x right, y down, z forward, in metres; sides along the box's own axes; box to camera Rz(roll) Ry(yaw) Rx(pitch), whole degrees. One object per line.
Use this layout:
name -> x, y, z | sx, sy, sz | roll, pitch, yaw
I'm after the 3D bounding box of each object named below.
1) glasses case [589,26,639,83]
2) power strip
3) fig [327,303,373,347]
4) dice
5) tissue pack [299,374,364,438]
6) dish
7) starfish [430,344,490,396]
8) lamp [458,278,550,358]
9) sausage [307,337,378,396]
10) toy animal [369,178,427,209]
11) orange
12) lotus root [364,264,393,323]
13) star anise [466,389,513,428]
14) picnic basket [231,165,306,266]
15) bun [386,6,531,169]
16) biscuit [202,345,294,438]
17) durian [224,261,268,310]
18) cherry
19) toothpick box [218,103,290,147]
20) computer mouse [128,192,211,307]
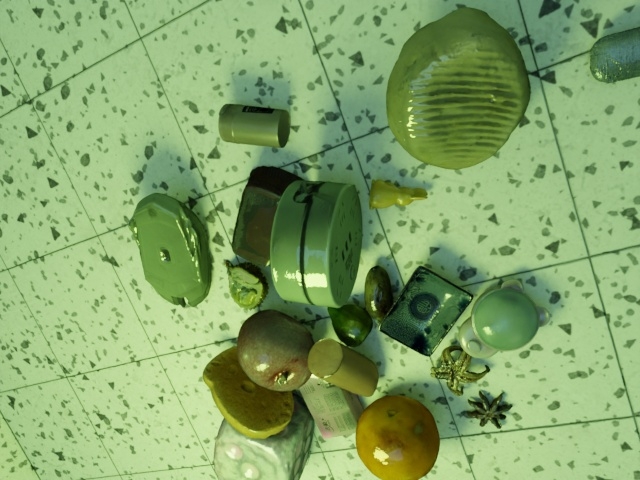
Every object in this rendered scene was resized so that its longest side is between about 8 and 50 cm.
glasses case -> 0.747, -0.425, 1.120 | 0.282, 0.067, 0.109 | -10, 108, 20
power strip -> 0.000, 0.000, 1.369 | 0.161, 0.357, 0.358 | 6, 111, 19
fig -> 0.083, 0.245, 1.560 | 0.156, 0.123, 0.123 | 38, 117, 16
dice -> -0.184, 0.680, 1.717 | 0.271, 0.270, 0.270 | 12, 113, 14
tissue pack -> 0.032, 0.517, 1.685 | 0.148, 0.092, 0.246 | -20, 102, 22
dish -> 0.301, 0.195, 1.480 | 0.181, 0.080, 0.243 | 29, 112, -1
starfish -> 0.422, 0.375, 1.519 | 0.146, 0.074, 0.190 | 31, 114, 12
lamp -> 0.491, 0.232, 1.407 | 0.246, 0.108, 0.179 | -44, 84, 18
sausage -> 0.081, 0.392, 1.557 | 0.123, 0.123, 0.253 | -25, 140, 25
toy animal -> 0.215, -0.119, 1.410 | 0.159, 0.070, 0.083 | 4, 70, 4
orange -> 0.234, 0.604, 1.558 | 0.261, 0.261, 0.261 | 6, 111, 16
lotus root -> 0.173, 0.163, 1.511 | 0.080, 0.089, 0.179 | 18, 120, 56
star anise -> 0.511, 0.521, 1.555 | 0.141, 0.042, 0.141 | 6, 109, 17
picnic basket -> -0.164, -0.063, 1.521 | 0.222, 0.129, 0.297 | 22, 113, 11
bun -> 0.306, -0.341, 1.194 | 0.326, 0.234, 0.362 | -27, 128, 1
biscuit -> -0.208, 0.476, 1.671 | 0.343, 0.287, 0.057 | 41, 140, 31
durian -> -0.242, 0.137, 1.646 | 0.208, 0.102, 0.146 | 38, 116, 28
cherry -> -0.140, 0.335, 1.588 | 0.221, 0.307, 0.261 | -50, 128, 5
toothpick box -> -0.187, -0.324, 1.445 | 0.180, 0.111, 0.111 | 10, 112, 14
computer mouse -> -0.468, 0.024, 1.652 | 0.228, 0.145, 0.429 | 4, 122, 9
